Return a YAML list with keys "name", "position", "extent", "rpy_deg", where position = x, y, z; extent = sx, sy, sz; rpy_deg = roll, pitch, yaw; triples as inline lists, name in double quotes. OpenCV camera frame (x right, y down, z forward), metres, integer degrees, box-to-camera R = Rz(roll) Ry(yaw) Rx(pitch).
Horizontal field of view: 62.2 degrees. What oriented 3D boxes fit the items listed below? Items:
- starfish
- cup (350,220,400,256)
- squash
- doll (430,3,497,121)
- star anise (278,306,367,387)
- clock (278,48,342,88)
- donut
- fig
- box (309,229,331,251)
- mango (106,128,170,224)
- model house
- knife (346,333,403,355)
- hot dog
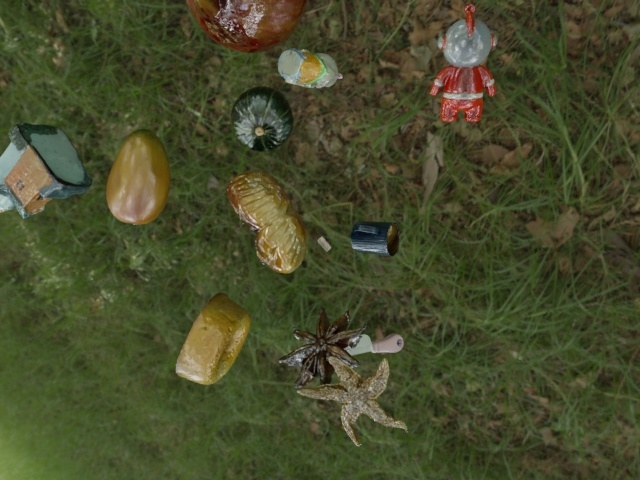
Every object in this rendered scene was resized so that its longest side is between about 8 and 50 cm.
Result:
- name: "starfish"
  position: [0.087, 0.368, 1.257]
  extent: [0.277, 0.062, 0.236]
  rpy_deg: [19, 109, 11]
- name: "cup"
  position: [0.181, -0.022, 1.796]
  extent: [0.138, 0.114, 0.150]
  rpy_deg: [5, 135, 31]
- name: "squash"
  position: [-0.190, -0.396, 1.739]
  extent: [0.217, 0.173, 0.218]
  rpy_deg: [-7, 131, -8]
- name: "doll"
  position: [0.312, -0.379, 1.149]
  extent: [0.142, 0.076, 0.245]
  rpy_deg: [-1, 114, 4]
- name: "star anise"
  position: [0.021, 0.303, 1.446]
  extent: [0.271, 0.272, 0.103]
  rpy_deg: [2, 140, 36]
- name: "clock"
  position: [-0.034, -0.487, 1.508]
  extent: [0.231, 0.144, 0.104]
  rpy_deg: [39, 117, 52]
- name: "donut"
  position: [-0.306, 0.301, 1.576]
  extent: [0.108, 0.278, 0.278]
  rpy_deg: [25, 135, 12]
- name: "fig"
  position: [-0.110, -0.318, 0.672]
  extent: [0.174, 0.207, 0.175]
  rpy_deg: [21, 136, 21]
- name: "box"
  position: [0.000, 0.000, 1.682]
  extent: [0.053, 0.024, 0.083]
  rpy_deg: [49, 178, -23]
- name: "mango"
  position: [-0.398, -0.133, 1.173]
  extent: [0.152, 0.120, 0.221]
  rpy_deg: [50, 126, 26]
- name: "model house"
  position: [-0.892, -0.183, 1.628]
  extent: [0.291, 0.184, 0.253]
  rpy_deg: [-38, 83, 12]
- name: "knife"
  position: [0.170, 0.383, 1.942]
  extent: [0.043, 0.335, 0.081]
  rpy_deg: [-8, 84, 57]
- name: "hot dog"
  position: [-0.163, -0.061, 1.724]
  extent: [0.368, 0.196, 0.365]
  rpy_deg: [56, 179, -8]
